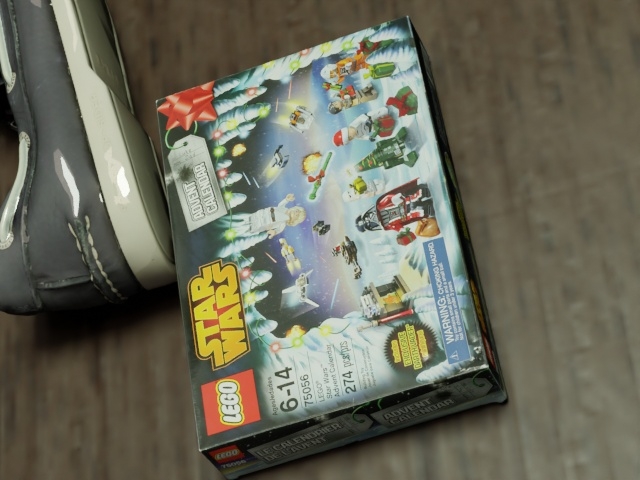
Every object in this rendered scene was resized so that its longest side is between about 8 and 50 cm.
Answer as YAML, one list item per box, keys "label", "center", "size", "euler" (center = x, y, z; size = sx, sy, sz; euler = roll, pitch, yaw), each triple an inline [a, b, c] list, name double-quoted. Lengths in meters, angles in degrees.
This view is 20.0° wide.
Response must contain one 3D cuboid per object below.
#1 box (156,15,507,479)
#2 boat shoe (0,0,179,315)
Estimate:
- label: "box"
  center: [0.000, 0.000, 0.586]
  size: [0.094, 0.027, 0.137]
  euler: [-18, 57, 12]
- label: "boat shoe"
  center: [-0.106, -0.064, 0.637]
  size: [0.065, 0.075, 0.206]
  euler: [-22, 60, 4]
